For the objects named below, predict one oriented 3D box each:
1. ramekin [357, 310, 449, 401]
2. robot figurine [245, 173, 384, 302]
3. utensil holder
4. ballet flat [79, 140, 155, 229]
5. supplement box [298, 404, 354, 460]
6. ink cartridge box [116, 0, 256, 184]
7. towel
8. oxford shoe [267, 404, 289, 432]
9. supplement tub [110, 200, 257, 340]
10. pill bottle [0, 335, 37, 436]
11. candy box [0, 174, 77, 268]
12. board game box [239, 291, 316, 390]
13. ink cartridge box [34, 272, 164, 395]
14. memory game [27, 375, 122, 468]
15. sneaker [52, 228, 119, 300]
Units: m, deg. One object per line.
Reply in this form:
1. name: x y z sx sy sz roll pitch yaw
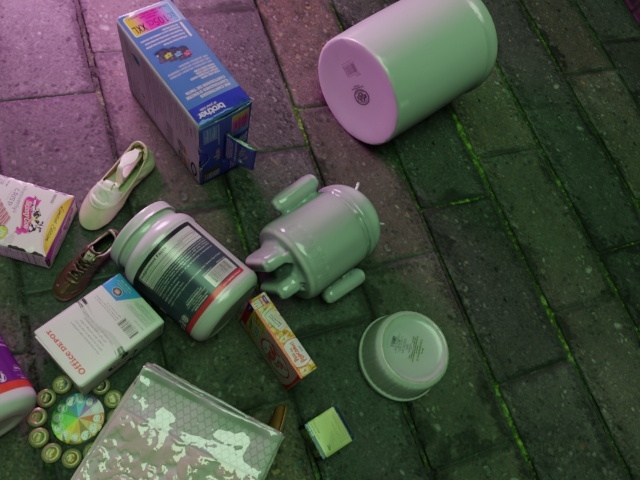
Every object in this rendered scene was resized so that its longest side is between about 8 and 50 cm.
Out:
1. ramekin: 0.199 0.263 1.307 0.207 0.109 0.207 6 65 -13
2. robot figurine: 0.000 0.000 1.319 0.353 0.199 0.300 -36 110 -27
3. utensil holder: 0.235 -0.481 1.545 0.385 0.327 0.327 -37 80 -24
4. ballet flat: -0.477 -0.136 1.310 0.086 0.086 0.248 29 62 -2
5. supplement box: 0.013 0.416 1.212 0.083 0.056 0.083 -25 75 -25
6. ink cartridge box: -0.303 -0.321 1.339 0.151 0.270 0.395 -32 78 -21
7. towel: -0.278 0.444 1.076 0.331 0.053 0.317 26 73 4
8. oxford shoe: -0.130 0.427 1.158 0.076 0.076 0.212 27 62 4
9. supplement tub: -0.291 0.065 1.209 0.272 0.191 0.191 40 62 5
10. pill bottle: -0.681 0.219 1.030 0.181 0.181 0.323 -33 78 -26
11. candy box: -0.675 -0.051 1.219 0.233 0.071 0.159 16 62 -9
12. board game box: -0.096 0.222 1.219 0.045 0.147 0.193 -31 77 -26
13. ink cartridge box: -0.451 0.191 1.157 0.148 0.086 0.203 46 59 8
14. memory game: -0.485 0.355 1.120 0.186 0.012 0.186 6 64 -13
15. sneaker: -0.512 0.045 1.222 0.066 0.071 0.188 34 61 1
